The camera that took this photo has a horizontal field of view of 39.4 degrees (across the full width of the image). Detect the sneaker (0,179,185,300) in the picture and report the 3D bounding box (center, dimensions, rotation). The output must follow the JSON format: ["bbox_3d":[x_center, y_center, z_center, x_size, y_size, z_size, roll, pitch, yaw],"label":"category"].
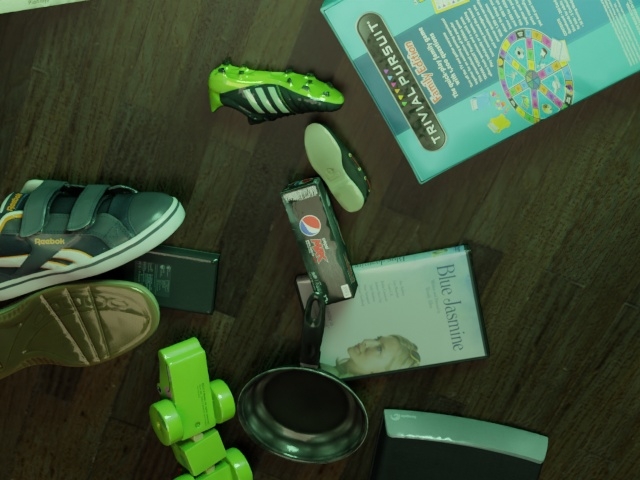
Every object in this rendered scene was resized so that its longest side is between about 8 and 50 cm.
[{"bbox_3d":[-0.348,-0.019,1.208,0.321,0.126,0.127,-18,117,14],"label":"sneaker"}]

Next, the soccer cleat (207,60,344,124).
[{"bbox_3d":[-0.058,-0.182,1.153,0.179,0.060,0.072,11,124,7],"label":"soccer cleat"}]

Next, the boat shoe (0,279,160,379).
[{"bbox_3d":[-0.380,0.116,1.282,0.341,0.110,0.122,-13,104,14],"label":"boat shoe"}]

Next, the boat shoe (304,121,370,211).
[{"bbox_3d":[0.022,-0.102,1.188,0.049,0.042,0.133,-19,113,35],"label":"boat shoe"}]

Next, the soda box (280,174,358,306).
[{"bbox_3d":[0.000,0.000,1.212,0.053,0.060,0.169,-15,103,12],"label":"soda box"}]

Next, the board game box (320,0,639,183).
[{"bbox_3d":[0.209,-0.259,1.079,0.336,0.079,0.254,-27,110,16],"label":"board game box"}]

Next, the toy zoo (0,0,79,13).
[{"bbox_3d":[-0.335,-0.411,1.000,0.030,0.192,0.293,18,119,28],"label":"toy zoo"}]

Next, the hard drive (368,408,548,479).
[{"bbox_3d":[0.208,0.354,1.369,0.254,0.054,0.172,10,114,0],"label":"hard drive"}]

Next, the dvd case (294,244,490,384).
[{"bbox_3d":[0.105,0.111,1.286,0.253,0.022,0.180,-11,113,9],"label":"dvd case"}]

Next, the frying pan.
[{"bbox_3d":[-0.043,0.204,1.301,0.197,0.053,0.326,-9,121,17],"label":"frying pan"}]

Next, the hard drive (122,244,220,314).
[{"bbox_3d":[-0.216,0.055,1.287,0.135,0.022,0.094,9,115,1],"label":"hard drive"}]

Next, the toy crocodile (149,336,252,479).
[{"bbox_3d":[-0.190,0.305,1.360,0.115,0.105,0.340,-24,116,-30],"label":"toy crocodile"}]
